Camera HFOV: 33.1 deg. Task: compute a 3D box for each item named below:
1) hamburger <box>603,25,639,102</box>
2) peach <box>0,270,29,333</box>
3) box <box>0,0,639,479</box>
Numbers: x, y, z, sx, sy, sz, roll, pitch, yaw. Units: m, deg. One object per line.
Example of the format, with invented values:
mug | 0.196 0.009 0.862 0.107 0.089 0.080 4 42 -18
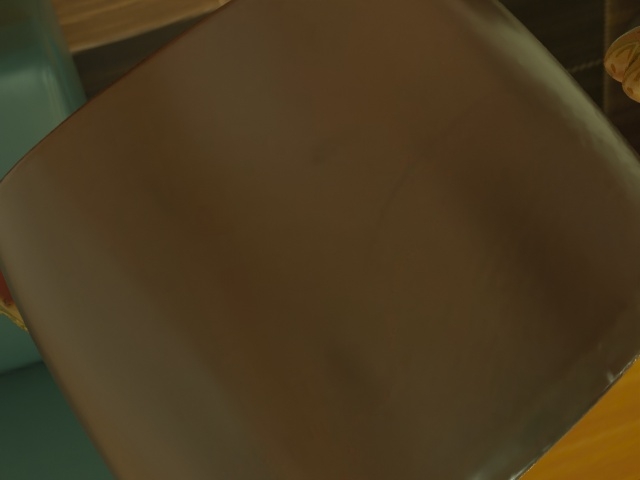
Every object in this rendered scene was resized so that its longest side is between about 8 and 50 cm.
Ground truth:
hamburger | 0.418 -0.188 0.947 0.302 0.261 0.186 -4 125 -16
peach | -0.192 0.063 1.242 0.380 0.306 0.242 42 67 -28
box | 0.000 0.000 0.523 0.301 0.301 0.216 -34 95 8
